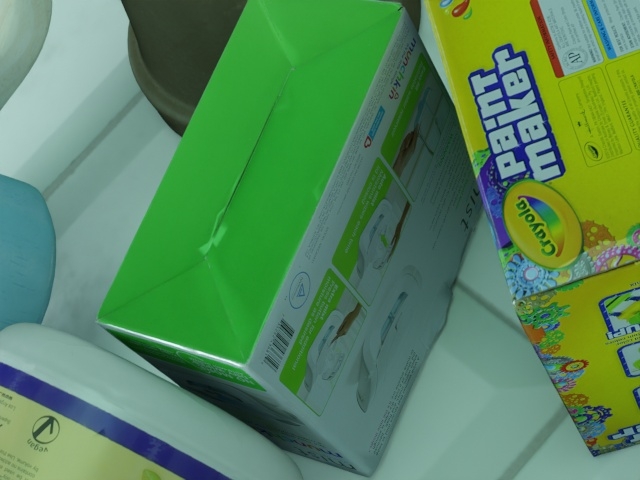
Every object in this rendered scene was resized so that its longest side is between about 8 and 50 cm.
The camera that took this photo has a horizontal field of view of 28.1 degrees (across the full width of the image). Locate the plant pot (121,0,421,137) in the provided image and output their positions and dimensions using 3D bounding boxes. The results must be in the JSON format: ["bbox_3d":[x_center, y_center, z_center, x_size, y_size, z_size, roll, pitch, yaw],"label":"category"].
[{"bbox_3d":[-0.072,-0.233,1.048,0.263,0.229,0.263,-10,60,18],"label":"plant pot"}]

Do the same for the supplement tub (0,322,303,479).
[{"bbox_3d":[-0.183,0.248,0.838,0.241,0.241,0.331,19,73,29],"label":"supplement tub"}]

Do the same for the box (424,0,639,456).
[{"bbox_3d":[0.196,-0.056,0.816,0.177,0.279,0.290,-19,58,12],"label":"box"}]

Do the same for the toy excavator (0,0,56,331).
[{"bbox_3d":[-0.297,-0.056,0.976,0.445,0.222,0.433,-40,55,22],"label":"toy excavator"}]

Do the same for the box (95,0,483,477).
[{"bbox_3d":[0.000,0.000,0.896,0.126,0.231,0.262,13,71,28],"label":"box"}]
